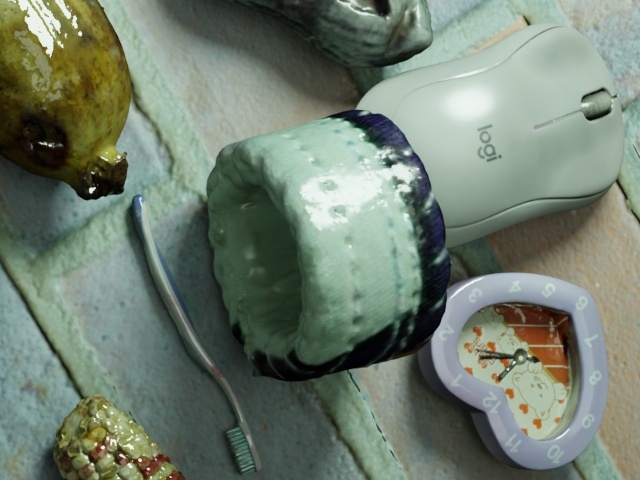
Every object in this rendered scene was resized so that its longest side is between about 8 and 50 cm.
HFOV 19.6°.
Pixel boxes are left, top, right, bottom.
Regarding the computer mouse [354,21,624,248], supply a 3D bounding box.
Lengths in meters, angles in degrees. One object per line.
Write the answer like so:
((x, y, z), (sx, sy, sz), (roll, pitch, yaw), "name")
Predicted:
((0.167, -0.101, 1.714), (0.297, 0.121, 0.184), (-14, 90, -22), "computer mouse")

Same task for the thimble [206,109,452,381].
((0.000, 0.000, 1.588), (0.150, 0.237, 0.237), (-13, 91, -26), "thimble")

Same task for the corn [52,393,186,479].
((-0.125, 0.259, 1.577), (0.098, 0.098, 0.290), (-39, 100, -20), "corn")

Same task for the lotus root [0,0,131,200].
((-0.237, -0.148, 1.546), (0.145, 0.128, 0.260), (-33, 100, -31), "lotus root")

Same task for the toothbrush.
((-0.112, 0.084, 1.636), (0.027, 0.021, 0.269), (-26, 95, -28), "toothbrush")

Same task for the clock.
((0.187, 0.109, 1.734), (0.198, 0.064, 0.172), (47, 71, -13), "clock")

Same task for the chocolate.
((-0.010, -0.233, 1.660), (0.248, 0.110, 0.110), (29, 76, -16), "chocolate")
